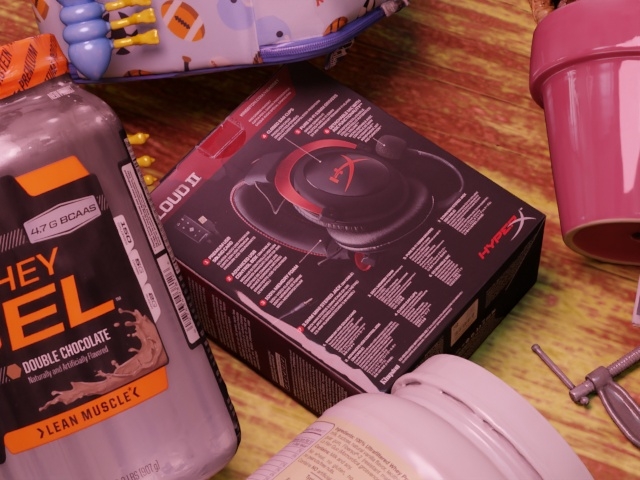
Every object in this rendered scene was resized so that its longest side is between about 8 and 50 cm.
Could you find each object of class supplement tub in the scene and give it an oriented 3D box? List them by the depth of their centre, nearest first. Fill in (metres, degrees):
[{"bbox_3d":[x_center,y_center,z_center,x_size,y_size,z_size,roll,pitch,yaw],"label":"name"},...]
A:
[{"bbox_3d":[0.023,0.253,1.212,0.325,0.235,0.235,-38,64,-19],"label":"supplement tub"},{"bbox_3d":[-0.207,0.035,1.292,0.207,0.207,0.338,-23,96,-11],"label":"supplement tub"}]

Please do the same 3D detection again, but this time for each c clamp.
[{"bbox_3d":[0.273,0.100,1.422,0.161,0.022,0.137,-26,61,-13],"label":"c clamp"}]

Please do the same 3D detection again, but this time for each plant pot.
[{"bbox_3d":[0.266,-0.082,1.447,0.201,0.201,0.180,5,74,6],"label":"plant pot"}]

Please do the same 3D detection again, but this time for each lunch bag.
[{"bbox_3d":[-0.076,-0.213,1.498,0.303,0.115,0.243,0,19,23],"label":"lunch bag"}]

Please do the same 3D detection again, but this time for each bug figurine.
[{"bbox_3d":[-0.249,-0.112,1.435,0.279,0.216,0.072,-9,11,33],"label":"bug figurine"}]

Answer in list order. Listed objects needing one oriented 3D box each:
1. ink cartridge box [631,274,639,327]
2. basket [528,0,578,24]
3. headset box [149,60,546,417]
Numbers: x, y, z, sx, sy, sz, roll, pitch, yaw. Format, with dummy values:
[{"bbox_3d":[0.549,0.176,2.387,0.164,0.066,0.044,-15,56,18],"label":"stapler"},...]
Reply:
[{"bbox_3d":[0.347,-0.020,1.372,0.206,0.045,0.208,10,89,-26],"label":"ink cartridge box"},{"bbox_3d":[0.214,-0.338,1.530,0.213,0.299,0.223,36,66,22],"label":"basket"},{"bbox_3d":[0.000,0.000,1.442,0.293,0.110,0.218,34,65,20],"label":"headset box"}]
